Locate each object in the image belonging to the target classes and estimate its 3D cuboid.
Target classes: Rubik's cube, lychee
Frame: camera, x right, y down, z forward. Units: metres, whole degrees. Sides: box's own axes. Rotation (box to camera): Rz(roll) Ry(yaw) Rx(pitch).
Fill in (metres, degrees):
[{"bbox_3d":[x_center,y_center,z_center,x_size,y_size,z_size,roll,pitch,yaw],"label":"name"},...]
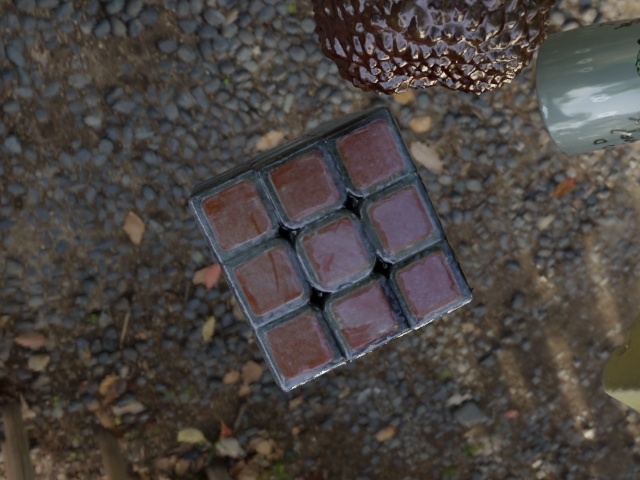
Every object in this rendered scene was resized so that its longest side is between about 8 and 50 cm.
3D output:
[{"bbox_3d":[0.000,0.000,1.323,0.305,0.301,0.304,-24,99,-5],"label":"Rubik's cube"},{"bbox_3d":[0.111,-0.282,0.925,0.271,0.271,0.271,-12,126,-16],"label":"lychee"}]

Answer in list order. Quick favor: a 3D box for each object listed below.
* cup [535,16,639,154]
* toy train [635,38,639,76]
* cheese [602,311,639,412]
[{"bbox_3d":[0.481,-0.235,1.338,0.258,0.234,0.186,0,84,-53],"label":"cup"},{"bbox_3d":[0.303,-0.158,0.599,0.249,0.085,0.053,-37,161,-21],"label":"toy train"},{"bbox_3d":[0.684,0.140,1.621,0.104,0.384,0.384,27,111,-7],"label":"cheese"}]
